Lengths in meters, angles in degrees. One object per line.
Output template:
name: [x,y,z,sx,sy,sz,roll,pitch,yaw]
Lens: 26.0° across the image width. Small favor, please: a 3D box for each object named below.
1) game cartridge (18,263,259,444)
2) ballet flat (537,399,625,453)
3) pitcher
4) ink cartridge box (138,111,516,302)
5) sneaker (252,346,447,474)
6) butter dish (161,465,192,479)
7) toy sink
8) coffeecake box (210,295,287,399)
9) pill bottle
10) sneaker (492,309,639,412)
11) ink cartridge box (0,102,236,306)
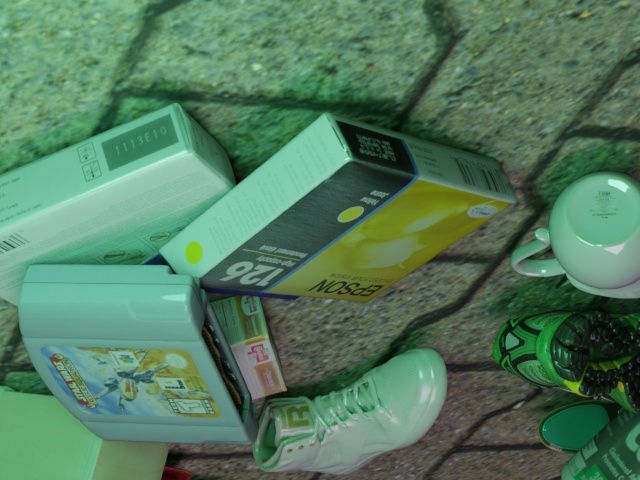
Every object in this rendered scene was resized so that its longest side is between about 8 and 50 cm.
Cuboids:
game cartridge: [-0.188,0.125,1.411,0.198,0.062,0.297,-3,144,11]
ballet flat: [0.432,0.270,2.073,0.232,0.080,0.073,-9,177,-5]
pitcher: [0.298,0.002,1.565,0.178,0.125,0.207,-5,161,12]
ink cartridge box: [0.000,0.000,1.419,0.307,0.072,0.304,-39,154,28]
sneaker: [0.026,0.230,1.799,0.169,0.108,0.292,5,144,-35]
butter dish: [-0.269,0.374,1.873,0.160,0.118,0.160,16,136,-31]
toy sink: [-0.324,0.258,1.637,0.234,0.131,0.153,2,154,24]
coffeecake box: [-0.144,0.142,1.623,0.186,0.068,0.142,-15,146,-1]
pill bottle: [0.530,0.277,1.935,0.361,0.204,0.204,-46,141,12]
sneaker: [0.347,0.142,1.816,0.146,0.134,0.343,8,173,37]
ink cartridge box: [-0.211,-0.019,1.355,0.275,0.060,0.239,-22,160,9]
